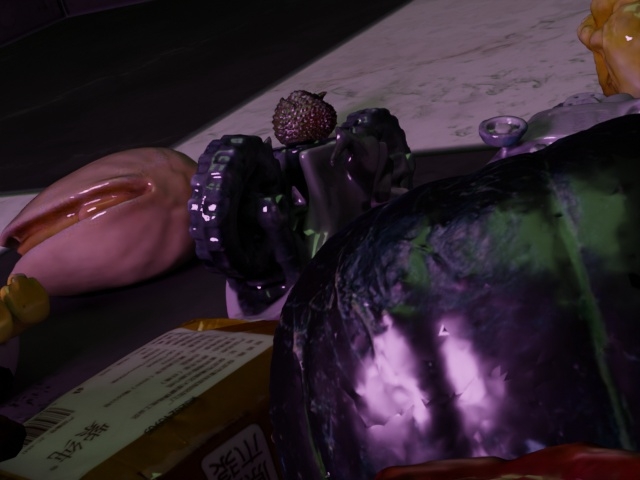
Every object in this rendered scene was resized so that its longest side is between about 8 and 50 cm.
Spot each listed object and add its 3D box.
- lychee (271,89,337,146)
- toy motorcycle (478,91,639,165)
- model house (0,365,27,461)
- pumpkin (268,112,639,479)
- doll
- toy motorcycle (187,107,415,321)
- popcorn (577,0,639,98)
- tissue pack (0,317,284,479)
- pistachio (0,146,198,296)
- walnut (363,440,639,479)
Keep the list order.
[{"bbox_3d":[-0.018,-0.142,1.607,0.083,0.068,0.067,-47,28,-8],"label":"lychee"},{"bbox_3d":[0.220,-0.050,1.088,0.171,0.110,0.260,8,34,29],"label":"toy motorcycle"},{"bbox_3d":[-0.278,0.181,0.707,0.317,0.282,0.297,-9,-24,17],"label":"model house"},{"bbox_3d":[0.132,0.068,0.623,0.315,0.238,0.315,-14,0,0],"label":"pumpkin"},{"bbox_3d":[-0.364,0.092,1.159,0.296,0.117,0.141,-8,18,26],"label":"doll"},{"bbox_3d":[0.000,0.000,1.064,0.143,0.188,0.327,-5,7,28],"label":"toy motorcycle"},{"bbox_3d":[0.369,-0.223,1.356,0.286,0.173,0.225,-34,7,-16],"label":"popcorn"},{"bbox_3d":[-0.101,0.132,0.854,0.226,0.092,0.183,-30,22,-37],"label":"tissue pack"},{"bbox_3d":[-0.201,-0.012,1.320,0.223,0.126,0.152,-20,-16,6],"label":"pistachio"},{"bbox_3d":[0.043,0.188,0.316,0.222,0.269,0.244,1,18,8],"label":"walnut"}]
